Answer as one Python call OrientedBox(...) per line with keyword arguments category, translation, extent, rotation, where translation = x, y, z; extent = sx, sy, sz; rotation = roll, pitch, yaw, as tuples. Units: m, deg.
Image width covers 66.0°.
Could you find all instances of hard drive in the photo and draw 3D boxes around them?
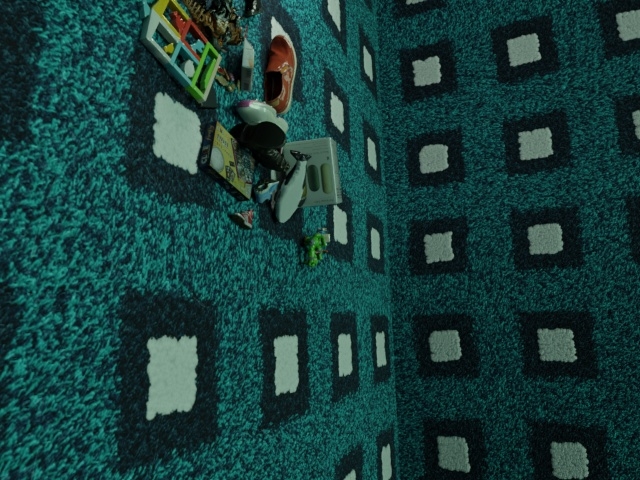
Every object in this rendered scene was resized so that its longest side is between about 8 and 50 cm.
OrientedBox(category="hard drive", translation=(-0.367, -0.483, 1.547), extent=(0.094, 0.022, 0.135), rotation=(-31, 113, -66))

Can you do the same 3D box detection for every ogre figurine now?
OrientedBox(category="ogre figurine", translation=(-0.023, 0.035, 2.167), extent=(0.197, 0.097, 0.118), rotation=(-24, 119, -55))

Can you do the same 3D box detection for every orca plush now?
OrientedBox(category="orca plush", translation=(-0.133, -0.216, 1.901), extent=(0.151, 0.102, 0.287), rotation=(-15, 128, -35))

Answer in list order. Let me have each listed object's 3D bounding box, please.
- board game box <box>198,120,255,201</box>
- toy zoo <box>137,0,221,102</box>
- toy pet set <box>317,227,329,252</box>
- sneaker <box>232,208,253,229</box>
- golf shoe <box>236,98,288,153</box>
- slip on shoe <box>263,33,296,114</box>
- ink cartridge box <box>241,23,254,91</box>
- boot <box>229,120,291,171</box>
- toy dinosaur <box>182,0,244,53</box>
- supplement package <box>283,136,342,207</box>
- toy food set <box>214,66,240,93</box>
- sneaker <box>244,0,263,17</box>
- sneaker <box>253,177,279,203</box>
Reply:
OrientedBox(category="board game box", translation=(-0.301, -0.255, 1.624), extent=(0.243, 0.042, 0.165), rotation=(45, 44, -57))
OrientedBox(category="toy zoo", translation=(-0.408, -0.568, 1.420), extent=(0.293, 0.030, 0.192), rotation=(47, 46, -48))
OrientedBox(category="toy pet set", translation=(0.000, 0.000, 2.307), extent=(0.114, 0.065, 0.122), rotation=(176, -88, -77))
OrientedBox(category="sneaker", translation=(-0.263, -0.087, 1.674), extent=(0.118, 0.042, 0.067), rotation=(54, 40, -64))
OrientedBox(category="golf shoe", translation=(-0.207, -0.413, 1.811), extent=(0.306, 0.115, 0.140), rotation=(22, 68, -64))
OrientedBox(category="slip on shoe", translation=(-0.169, -0.674, 1.969), extent=(0.101, 0.123, 0.331), rotation=(19, 72, -62))
OrientedBox(category="ink cartridge box", translation=(-0.254, -0.646, 1.750), extent=(0.145, 0.045, 0.179), rotation=(121, -25, -70))
OrientedBox(category="boot", translation=(-0.169, -0.313, 1.710), extent=(0.229, 0.263, 0.091), rotation=(41, 72, -51))
OrientedBox(category="toy dinosaur", translation=(-0.326, -0.720, 1.563), extent=(0.322, 0.164, 0.218), rotation=(-92, -171, -80))
OrientedBox(category="supplement package", translation=(-0.029, -0.274, 2.035), extent=(0.198, 0.199, 0.262), rotation=(-36, 120, -80))
OrientedBox(category="toy food set", translation=(-0.322, -0.551, 1.683), extent=(0.122, 0.019, 0.078), rotation=(27, 59, -55))
OrientedBox(category="sneaker", translation=(-0.262, -0.908, 1.882), extent=(0.170, 0.051, 0.089), rotation=(-68, 145, -57))
OrientedBox(category="sneaker", translation=(-0.206, -0.185, 1.844), extent=(0.162, 0.063, 0.073), rotation=(-49, 148, -57))
